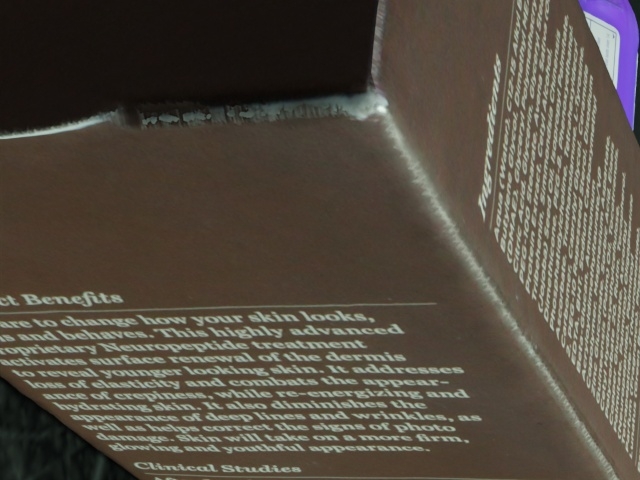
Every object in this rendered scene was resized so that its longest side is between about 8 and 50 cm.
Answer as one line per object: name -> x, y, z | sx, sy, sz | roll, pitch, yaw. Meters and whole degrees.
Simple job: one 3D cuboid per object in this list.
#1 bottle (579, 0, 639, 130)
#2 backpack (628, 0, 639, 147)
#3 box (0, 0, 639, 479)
bottle -> 0.118, -0.095, 0.955 | 0.092, 0.118, 0.283 | 21, 66, -31
backpack -> 0.304, -0.229, 1.286 | 0.355, 0.273, 0.290 | -53, 138, -25
box -> 0.000, 0.000, 0.581 | 0.381, 0.191, 0.143 | 50, 43, -57
